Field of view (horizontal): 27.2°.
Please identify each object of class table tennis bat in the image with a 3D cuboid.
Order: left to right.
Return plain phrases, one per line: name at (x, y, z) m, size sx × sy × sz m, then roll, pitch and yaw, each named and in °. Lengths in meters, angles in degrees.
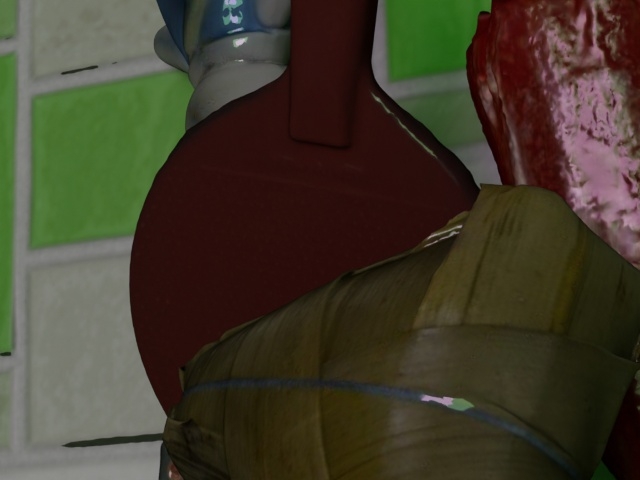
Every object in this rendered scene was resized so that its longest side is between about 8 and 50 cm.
table tennis bat at (0.000, 0.000, 0.617) m, size 0.200 × 0.038 × 0.310 m, roll 11°, pitch 112°, yaw 18°

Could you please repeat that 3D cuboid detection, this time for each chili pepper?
chili pepper at (0.138, 0.014, 0.584) m, size 0.136 × 0.144 × 0.253 m, roll -3°, pitch 79°, yaw -17°

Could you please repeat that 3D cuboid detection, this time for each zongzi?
zongzi at (0.006, 0.122, 0.493) m, size 0.228 × 0.115 × 0.256 m, roll -29°, pitch 37°, yaw 44°

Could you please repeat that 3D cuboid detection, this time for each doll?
doll at (-0.041, -0.106, 0.703) m, size 0.135 × 0.099 × 0.241 m, roll -16°, pitch 75°, yaw 19°

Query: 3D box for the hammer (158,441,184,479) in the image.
hammer at (-0.097, 0.248, 0.682) m, size 0.111 × 0.033 × 0.288 m, roll 11°, pitch 82°, yaw 23°
